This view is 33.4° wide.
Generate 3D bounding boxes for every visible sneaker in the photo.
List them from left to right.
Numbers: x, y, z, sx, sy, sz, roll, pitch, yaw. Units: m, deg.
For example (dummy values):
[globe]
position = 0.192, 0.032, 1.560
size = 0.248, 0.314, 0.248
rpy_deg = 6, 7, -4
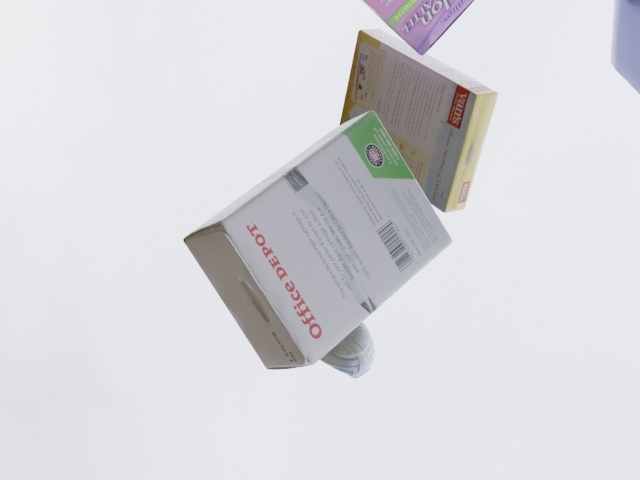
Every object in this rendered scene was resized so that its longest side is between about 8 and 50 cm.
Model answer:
[sneaker]
position = -0.018, 0.102, 1.442
size = 0.237, 0.085, 0.086
rpy_deg = 41, -30, 35

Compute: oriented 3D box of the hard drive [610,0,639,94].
[hard drive]
position = 0.372, -0.194, 1.056
size = 0.040, 0.319, 0.210
rpy_deg = -37, -113, -1

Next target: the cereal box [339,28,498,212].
[cereal box]
position = 0.124, -0.167, 1.454
size = 0.240, 0.047, 0.173
rpy_deg = 39, -53, 39

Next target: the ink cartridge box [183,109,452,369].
[ink cartridge box]
position = 0.000, 0.000, 1.038
size = 0.092, 0.219, 0.160
rpy_deg = -17, -73, 57

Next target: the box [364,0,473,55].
[box]
position = 0.049, -0.371, 1.292
size = 0.117, 0.243, 0.213
rpy_deg = -47, -124, 11
